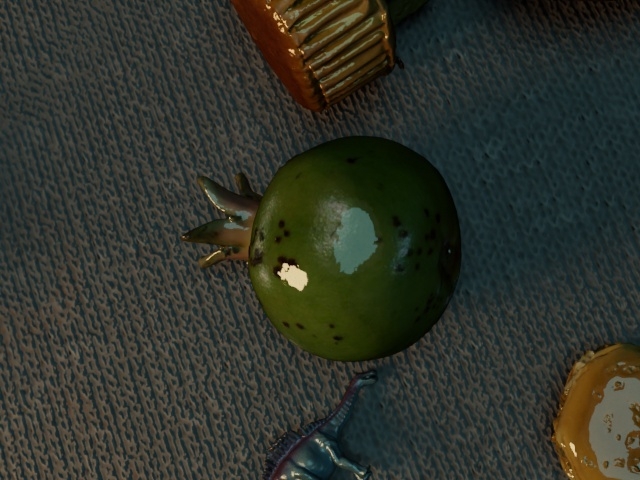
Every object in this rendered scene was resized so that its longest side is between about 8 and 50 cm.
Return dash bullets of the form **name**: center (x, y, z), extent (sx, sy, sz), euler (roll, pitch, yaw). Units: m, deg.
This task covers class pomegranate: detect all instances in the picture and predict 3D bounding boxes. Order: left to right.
- **pomegranate**: center (0.000, 0.000, 0.581), extent (0.224, 0.181, 0.182), euler (15, 82, 28)

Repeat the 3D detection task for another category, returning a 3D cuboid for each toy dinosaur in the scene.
- **toy dinosaur**: center (-0.006, 0.194, 0.607), extent (0.080, 0.045, 0.197), euler (36, 78, 21)

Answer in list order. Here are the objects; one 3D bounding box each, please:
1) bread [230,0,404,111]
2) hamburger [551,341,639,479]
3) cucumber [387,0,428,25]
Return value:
- **bread**: center (-0.022, -0.205, 0.597), extent (0.104, 0.199, 0.199), euler (-31, 81, 0)
- **hamburger**: center (0.264, 0.158, 0.575), extent (0.147, 0.083, 0.138), euler (22, 88, 10)
- **cucumber**: center (0.025, -0.295, 0.655), extent (0.078, 0.062, 0.211), euler (-34, 75, 9)
